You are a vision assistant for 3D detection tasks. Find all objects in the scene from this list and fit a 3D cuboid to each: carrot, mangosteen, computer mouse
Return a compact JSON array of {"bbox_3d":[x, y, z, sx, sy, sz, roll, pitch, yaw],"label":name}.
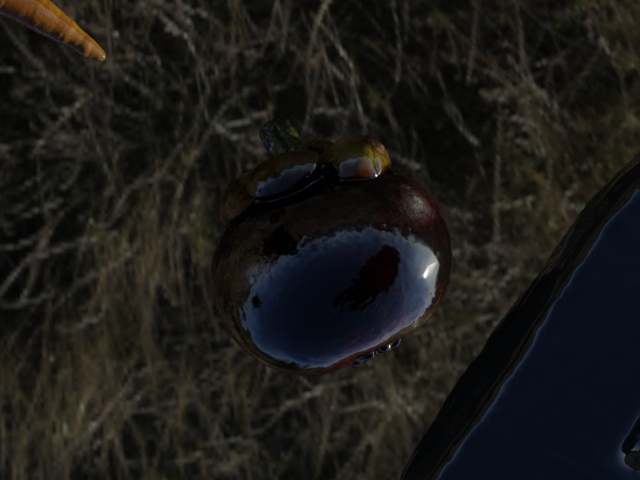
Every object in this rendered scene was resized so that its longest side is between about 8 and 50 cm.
[{"bbox_3d":[-0.394,-0.303,1.693,0.336,0.069,0.069,28,124,-21],"label":"carrot"},{"bbox_3d":[0.000,0.000,0.765,0.140,0.140,0.140,-6,136,-6],"label":"mangosteen"},{"bbox_3d":[0.134,0.068,0.602,0.137,0.086,0.269,34,86,2],"label":"computer mouse"}]
